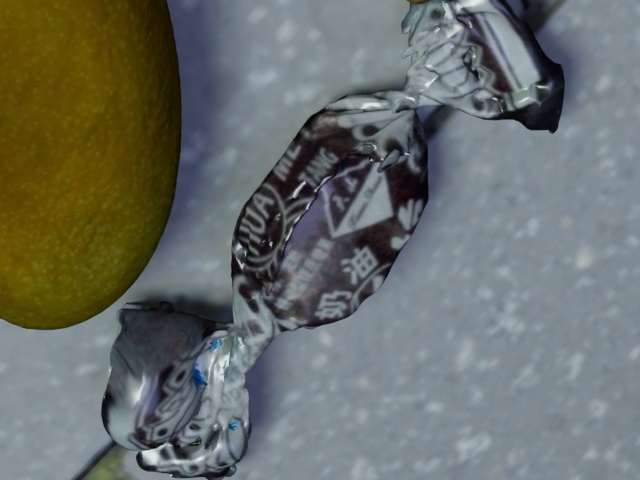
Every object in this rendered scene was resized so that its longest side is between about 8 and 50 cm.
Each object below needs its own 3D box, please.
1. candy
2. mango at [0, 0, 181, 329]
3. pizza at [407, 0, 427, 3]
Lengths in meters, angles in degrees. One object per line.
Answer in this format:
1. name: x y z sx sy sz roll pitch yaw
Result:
1. candy: 0.000 0.000 0.618 0.094 0.051 0.226 26 109 -39
2. mango: -0.113 -0.063 0.517 0.136 0.099 0.227 -33 131 -4
3. pizza: 0.059 -0.153 0.550 0.182 0.062 0.161 15 105 -30
